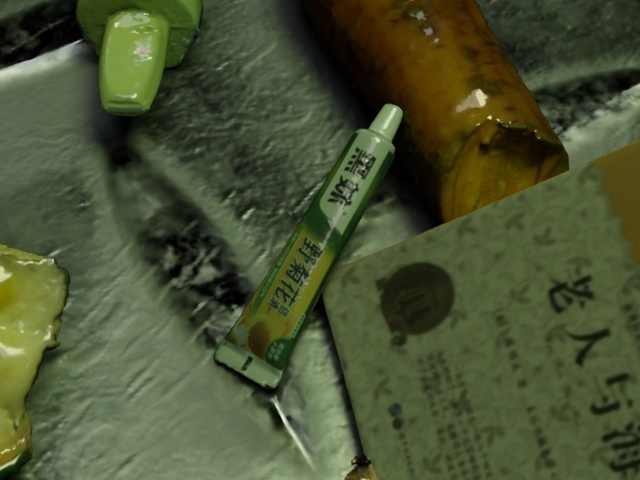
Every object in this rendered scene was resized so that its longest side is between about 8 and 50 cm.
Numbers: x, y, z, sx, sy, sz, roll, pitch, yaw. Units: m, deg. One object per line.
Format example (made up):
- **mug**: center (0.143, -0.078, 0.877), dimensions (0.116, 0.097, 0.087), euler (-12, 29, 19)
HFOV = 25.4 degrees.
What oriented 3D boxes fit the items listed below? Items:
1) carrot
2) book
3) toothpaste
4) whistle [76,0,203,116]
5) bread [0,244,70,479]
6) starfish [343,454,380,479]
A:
- **carrot**: center (0.066, -0.138, 1.005), dimensions (0.114, 0.114, 0.301), euler (-20, 61, -15)
- **book**: center (0.199, 0.061, 0.831), dimensions (0.389, 0.032, 0.268), euler (-24, 57, 13)
- **toothpaste**: center (0.000, 0.000, 0.926), dimensions (0.049, 0.031, 0.204), euler (27, 82, 21)
- **whistle**: center (-0.129, -0.180, 1.036), dimensions (0.105, 0.085, 0.227), euler (2, 56, -1)
- **bread**: center (-0.294, 0.051, 0.848), dimensions (0.252, 0.133, 0.174), euler (17, 84, -25)
- **starfish**: center (0.036, 0.236, 0.778), dimensions (0.295, 0.048, 0.231), euler (-1, 67, 14)
